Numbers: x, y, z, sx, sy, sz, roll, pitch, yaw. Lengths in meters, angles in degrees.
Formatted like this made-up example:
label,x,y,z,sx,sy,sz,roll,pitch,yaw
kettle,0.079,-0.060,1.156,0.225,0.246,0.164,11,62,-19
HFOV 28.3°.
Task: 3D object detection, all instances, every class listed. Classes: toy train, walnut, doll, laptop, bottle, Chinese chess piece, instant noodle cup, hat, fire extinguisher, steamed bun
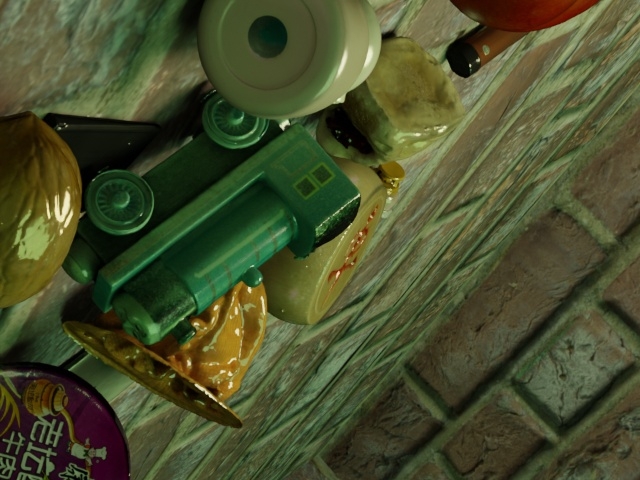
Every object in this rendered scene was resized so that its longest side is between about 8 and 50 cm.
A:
label,x,y,z,sx,sy,sz,roll,pitch,yaw
toy train,-0.116,-0.022,1.311,0.298,0.194,0.120,-39,174,-24
walnut,-0.267,-0.024,1.048,0.180,0.144,0.144,-58,161,18
doll,0.084,-0.074,1.992,0.127,0.073,0.084,-56,-167,36
laptop,-0.243,-0.068,1.237,0.135,0.016,0.197,-46,165,19
bottle,-0.013,-0.196,1.236,0.147,0.147,0.236,-47,173,18
laptop,-0.338,0.213,1.802,0.187,0.015,0.269,-38,165,-17
Chinese chess piece,0.000,0.000,1.781,0.251,0.097,0.251,-58,169,-19
instant noodle cup,-0.370,0.292,1.534,0.251,0.251,0.190,-34,172,-29
hat,-0.156,0.073,1.596,0.233,0.244,0.233,-60,152,-19
fire extinguisher,0.259,-0.301,1.832,0.177,0.050,0.062,-38,127,-23
steamed bun,0.070,-0.159,1.599,0.172,0.141,0.155,-22,169,-47

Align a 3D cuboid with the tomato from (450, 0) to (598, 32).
label,x,y,z,sx,sy,sz,roll,pitch,yaw
tomato,0.217,-0.343,1.231,0.298,0.226,0.298,-38,173,-6
